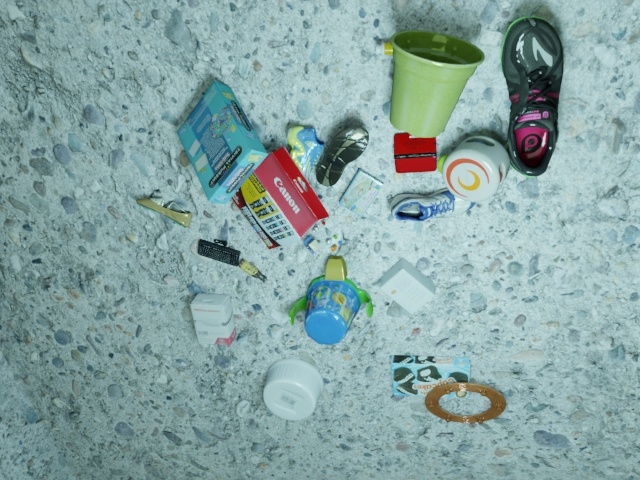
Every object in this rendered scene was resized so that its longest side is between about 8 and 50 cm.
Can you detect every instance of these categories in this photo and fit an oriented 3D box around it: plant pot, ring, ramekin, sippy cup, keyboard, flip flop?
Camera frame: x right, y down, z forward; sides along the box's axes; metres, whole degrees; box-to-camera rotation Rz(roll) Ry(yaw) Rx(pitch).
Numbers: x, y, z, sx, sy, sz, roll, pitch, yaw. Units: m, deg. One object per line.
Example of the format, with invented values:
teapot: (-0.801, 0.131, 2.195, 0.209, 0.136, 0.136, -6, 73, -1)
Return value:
plant pot: (0.323, -0.467, 1.482, 0.276, 0.276, 0.254, 14, 131, 5)
ring: (0.618, 0.707, 2.077, 0.336, 0.032, 0.337, 6, 135, 6)
ramekin: (-0.130, 0.690, 2.224, 0.277, 0.135, 0.277, 5, 117, 9)
sippy cup: (0.037, 0.287, 1.930, 0.240, 0.224, 0.305, 40, 117, -10)
plant pot: (0.061, 0.106, 1.917, 0.081, 0.081, 0.083, 1, 104, 12)
keyboard: (-0.422, 0.043, 2.019, 0.180, 0.023, 0.108, 17, 119, 2)
flip flop: (0.073, -0.302, 1.710, 0.112, 0.080, 0.277, 28, 134, -8)

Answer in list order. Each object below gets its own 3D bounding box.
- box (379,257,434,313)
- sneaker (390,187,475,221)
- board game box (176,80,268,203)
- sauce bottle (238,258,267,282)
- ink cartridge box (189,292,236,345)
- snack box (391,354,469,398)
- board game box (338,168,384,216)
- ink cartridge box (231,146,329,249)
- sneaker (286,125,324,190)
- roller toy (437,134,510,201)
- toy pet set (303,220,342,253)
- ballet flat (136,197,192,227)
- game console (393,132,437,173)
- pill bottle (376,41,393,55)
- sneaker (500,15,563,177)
box: (0.337, 0.176, 1.883, 0.170, 0.091, 0.130, 40, 118, -9)
sneaker: (0.394, -0.108, 1.704, 0.296, 0.131, 0.112, -7, 113, 14)
board game box: (-0.346, -0.335, 1.668, 0.254, 0.079, 0.336, -43, 62, 28)
sauce bottle: (-0.280, 0.128, 2.022, 0.128, 0.042, 0.042, 34, 119, -8)
ink cartridge box: (-0.472, 0.347, 2.146, 0.158, 0.092, 0.218, 2, 119, 11)
snack box: (0.471, 0.585, 2.082, 0.321, 0.060, 0.187, -2, 118, 13)
board game box: (0.149, -0.174, 1.781, 0.103, 0.026, 0.154, 31, 119, -4)
ink cartridge box: (-0.162, -0.145, 1.749, 0.271, 0.130, 0.309, -17, 114, 47)
sneaker: (-0.042, -0.290, 1.727, 0.126, 0.091, 0.240, -5, 116, 13)
roller toy: (0.511, -0.234, 1.584, 0.209, 0.146, 0.191, 48, 143, -4)
toy pet set: (0.000, 0.000, 1.898, 0.114, 0.065, 0.122, -42, 108, -9)
ballet flat: (-0.624, -0.130, 1.956, 0.232, 0.080, 0.073, 27, 91, -5)
game console: (0.329, -0.305, 1.683, 0.144, 0.085, 0.124, -2, 85, 12)
pill bottle: (0.218, -0.606, 1.534, 0.083, 0.043, 0.043, 1, 117, 11)
sneaker: (0.646, -0.415, 1.450, 0.185, 0.202, 0.483, -8, 115, 15)
